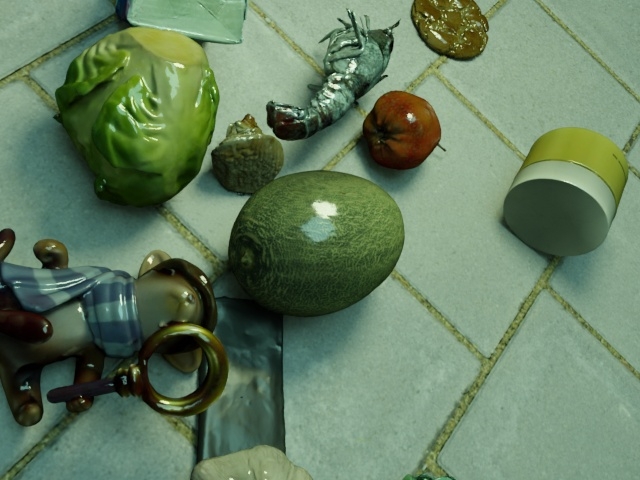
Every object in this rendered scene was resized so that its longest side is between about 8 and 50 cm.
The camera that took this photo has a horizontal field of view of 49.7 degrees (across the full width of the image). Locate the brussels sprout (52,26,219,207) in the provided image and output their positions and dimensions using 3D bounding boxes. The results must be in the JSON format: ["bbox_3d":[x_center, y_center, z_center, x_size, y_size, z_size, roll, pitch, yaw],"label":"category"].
[{"bbox_3d":[-0.300,-0.200,1.128,0.259,0.294,0.227,41,26,23],"label":"brussels sprout"}]

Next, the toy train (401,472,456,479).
[{"bbox_3d":[0.225,0.489,1.139,0.248,0.101,0.159,30,71,-8],"label":"toy train"}]

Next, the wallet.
[{"bbox_3d":[-0.127,0.230,1.133,0.146,0.030,0.285,6,63,-19],"label":"wallet"}]

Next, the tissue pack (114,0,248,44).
[{"bbox_3d":[-0.255,-0.443,1.244,0.198,0.263,0.146,4,107,-22],"label":"tissue pack"}]

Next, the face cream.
[{"bbox_3d":[0.524,-0.105,1.475,0.218,0.218,0.179,38,56,-4],"label":"face cream"}]

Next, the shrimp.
[{"bbox_3d":[0.036,-0.328,1.361,0.166,0.221,0.410,20,53,7],"label":"shrimp"}]

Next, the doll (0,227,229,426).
[{"bbox_3d":[-0.312,0.116,0.994,0.340,0.209,0.318,-4,71,-28],"label":"doll"}]

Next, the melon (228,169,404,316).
[{"bbox_3d":[0.000,0.000,1.171,0.329,0.248,0.248,-18,75,-40],"label":"melon"}]

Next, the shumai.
[{"bbox_3d":[-0.140,-0.166,1.276,0.145,0.145,0.116,-6,47,-27],"label":"shumai"}]

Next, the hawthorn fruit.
[{"bbox_3d":[0.187,-0.229,1.431,0.203,0.162,0.162,-18,75,-47],"label":"hawthorn fruit"}]

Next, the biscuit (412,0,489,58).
[{"bbox_3d":[0.323,-0.539,1.694,0.226,0.042,0.226,11,62,-21],"label":"biscuit"}]

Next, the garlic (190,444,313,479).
[{"bbox_3d":[-0.088,0.392,0.958,0.218,0.212,0.218,4,79,-20],"label":"garlic"}]
